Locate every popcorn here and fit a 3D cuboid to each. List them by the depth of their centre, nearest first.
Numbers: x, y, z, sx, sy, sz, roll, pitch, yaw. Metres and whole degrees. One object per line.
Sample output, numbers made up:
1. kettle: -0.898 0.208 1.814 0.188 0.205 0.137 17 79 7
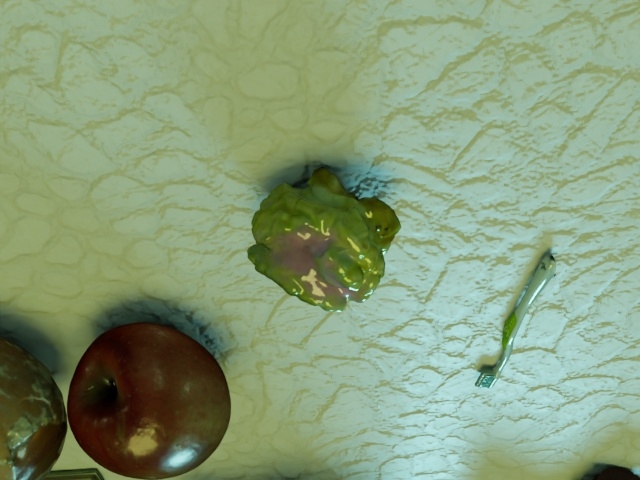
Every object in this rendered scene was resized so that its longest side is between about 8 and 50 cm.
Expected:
1. popcorn: 0.000 0.000 1.062 0.145 0.126 0.126 -1 134 49

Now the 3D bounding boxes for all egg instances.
1. egg: -0.402 0.205 1.271 0.195 0.195 0.233 -8 126 12

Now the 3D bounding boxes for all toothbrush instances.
1. toothbrush: 0.227 0.100 1.247 0.026 0.022 0.263 -1 142 -15

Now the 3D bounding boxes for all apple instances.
1. apple: -0.197 0.185 1.256 0.181 0.181 0.168 -30 155 33

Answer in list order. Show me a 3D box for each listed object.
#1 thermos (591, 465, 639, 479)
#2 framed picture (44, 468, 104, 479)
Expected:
1. thermos: 0.375 0.416 1.570 0.124 0.099 0.232 38 138 5
2. framed picture: -0.419 0.396 1.638 0.231 0.010 0.173 -5 140 8
